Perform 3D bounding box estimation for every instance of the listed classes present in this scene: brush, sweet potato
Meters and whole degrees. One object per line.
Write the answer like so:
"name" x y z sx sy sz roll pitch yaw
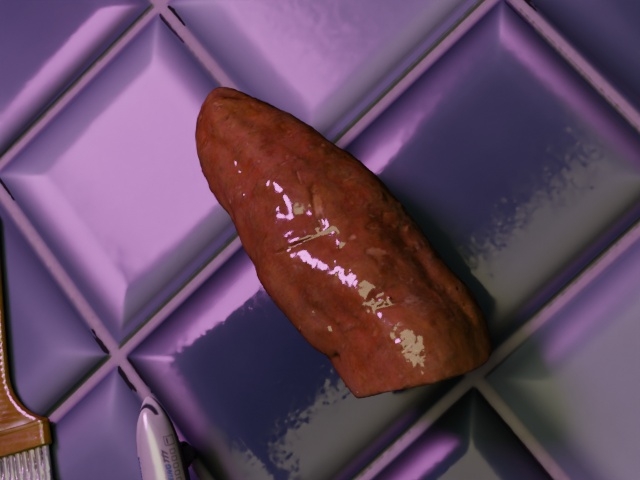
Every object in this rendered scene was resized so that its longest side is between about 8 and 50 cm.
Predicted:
"brush" -0.219 0.080 0.899 0.082 0.010 0.218 -16 72 19
"sweet potato" 0.000 0.000 0.785 0.097 0.097 0.252 -46 62 7

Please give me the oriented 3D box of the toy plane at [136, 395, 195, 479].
"toy plane" -0.077 0.203 0.788 0.226 0.058 0.226 -17 70 22
